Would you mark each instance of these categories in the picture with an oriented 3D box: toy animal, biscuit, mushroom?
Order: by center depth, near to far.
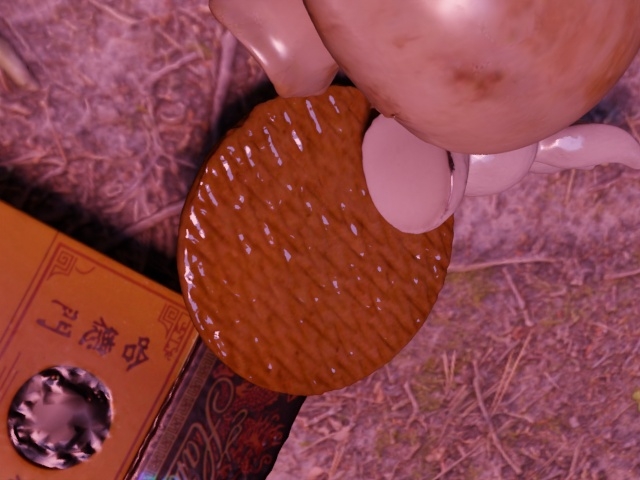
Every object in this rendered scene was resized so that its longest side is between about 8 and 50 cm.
[{"bbox_3d":[0.062,-0.201,0.692,0.290,0.297,0.297,-4,133,34],"label":"mushroom"},{"bbox_3d":[0.147,-0.090,0.863,0.221,0.130,0.104,-15,173,-32],"label":"toy animal"},{"bbox_3d":[-0.001,0.000,0.878,0.262,0.037,0.261,-8,107,-29],"label":"biscuit"}]

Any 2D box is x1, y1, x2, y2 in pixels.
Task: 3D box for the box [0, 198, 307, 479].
[{"bbox_3d":[-0.229,0.126,0.861,0.415,0.116,0.264,32,79,-27],"label":"box"}]
